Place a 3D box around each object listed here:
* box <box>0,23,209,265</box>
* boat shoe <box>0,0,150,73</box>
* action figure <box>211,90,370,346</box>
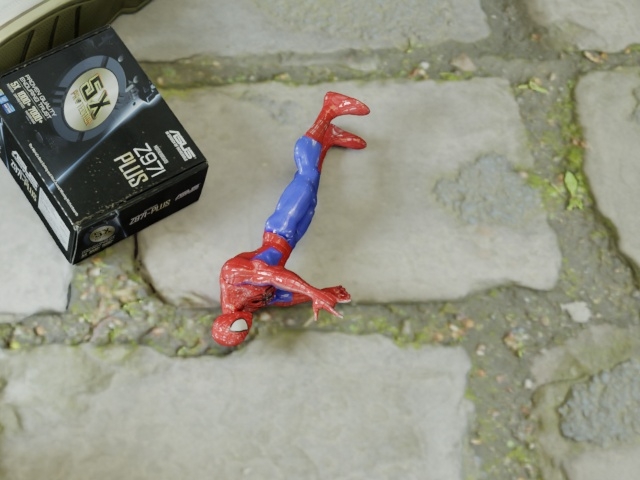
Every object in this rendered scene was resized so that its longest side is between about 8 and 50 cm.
[{"bbox_3d":[-0.217,-0.092,1.650,0.147,0.077,0.180,-28,72,-24],"label":"box"},{"bbox_3d":[-0.254,-0.251,1.711,0.103,0.113,0.302,42,52,11],"label":"boat shoe"},{"bbox_3d":[0.000,0.000,1.639,0.139,0.091,0.280,24,60,14],"label":"action figure"}]
